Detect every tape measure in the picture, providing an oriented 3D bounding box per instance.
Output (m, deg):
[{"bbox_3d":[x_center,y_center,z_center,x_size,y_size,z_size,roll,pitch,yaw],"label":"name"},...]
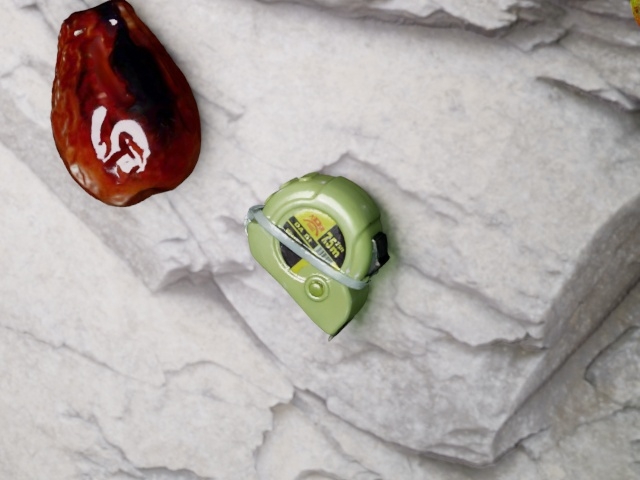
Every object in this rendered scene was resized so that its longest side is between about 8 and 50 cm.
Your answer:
[{"bbox_3d":[0.000,0.000,1.621,0.177,0.087,0.154,44,117,4],"label":"tape measure"}]

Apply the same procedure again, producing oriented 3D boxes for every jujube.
[{"bbox_3d":[-0.229,-0.158,1.612,0.168,0.168,0.236,-16,89,14],"label":"jujube"}]

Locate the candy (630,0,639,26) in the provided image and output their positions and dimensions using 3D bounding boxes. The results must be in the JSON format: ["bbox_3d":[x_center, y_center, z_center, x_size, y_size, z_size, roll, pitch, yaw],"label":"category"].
[{"bbox_3d":[0.381,-0.189,1.537,0.060,0.060,0.201,-12,105,13],"label":"candy"}]
